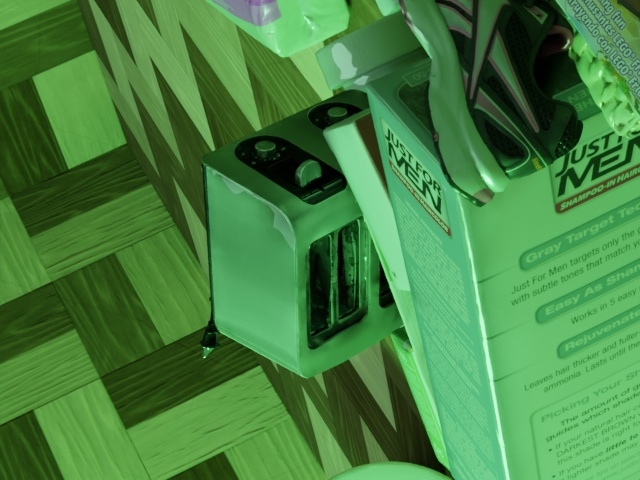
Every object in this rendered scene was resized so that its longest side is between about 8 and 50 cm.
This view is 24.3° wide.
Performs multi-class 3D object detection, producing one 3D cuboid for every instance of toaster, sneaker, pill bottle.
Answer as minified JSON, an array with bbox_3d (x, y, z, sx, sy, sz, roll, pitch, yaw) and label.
[{"bbox_3d":[0.000,0.000,1.131,0.110,0.168,0.185,29,132,38],"label":"toaster"},{"bbox_3d":[0.090,-0.106,0.762,0.072,0.077,0.178,36,-142,-62],"label":"sneaker"},{"bbox_3d":[0.087,-0.075,1.225,0.221,0.121,0.121,65,169,-3],"label":"pill bottle"}]

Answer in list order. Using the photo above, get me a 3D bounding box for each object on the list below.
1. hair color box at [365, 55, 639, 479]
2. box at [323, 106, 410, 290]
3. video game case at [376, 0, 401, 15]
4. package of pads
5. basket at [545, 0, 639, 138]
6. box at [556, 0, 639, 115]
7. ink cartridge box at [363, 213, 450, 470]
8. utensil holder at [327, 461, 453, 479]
[{"bbox_3d":[0.163,0.034,0.946,0.113,0.185,0.374,54,165,45],"label":"hair color box"},{"bbox_3d":[0.111,-0.057,1.027,0.130,0.170,0.091,64,168,-6],"label":"box"},{"bbox_3d":[0.038,-0.292,1.232,0.190,0.022,0.173,65,169,-1],"label":"video game case"},{"bbox_3d":[-0.087,-0.355,1.471,0.229,0.101,0.296,46,158,55],"label":"package of pads"},{"bbox_3d":[0.180,-0.133,0.710,0.113,0.103,0.167,63,169,10],"label":"basket"},{"bbox_3d":[0.210,-0.079,0.501,0.057,0.201,0.293,2,-129,-50],"label":"box"},{"bbox_3d":[0.135,0.044,1.136,0.235,0.171,0.056,68,169,-18],"label":"ink cartridge box"},{"bbox_3d":[0.073,0.478,2.013,0.327,0.328,0.385,62,166,15],"label":"utensil holder"}]
